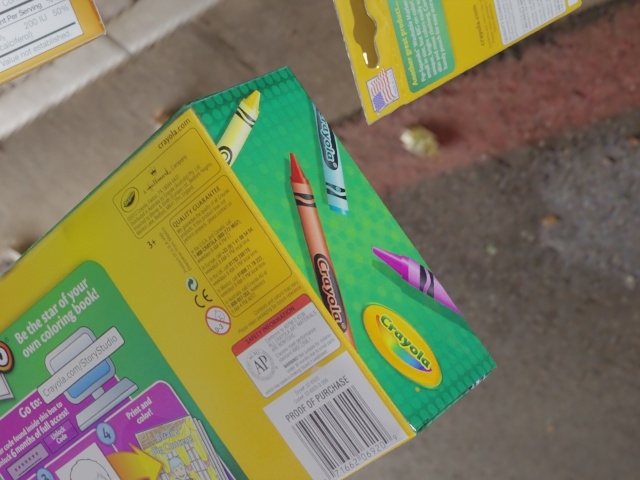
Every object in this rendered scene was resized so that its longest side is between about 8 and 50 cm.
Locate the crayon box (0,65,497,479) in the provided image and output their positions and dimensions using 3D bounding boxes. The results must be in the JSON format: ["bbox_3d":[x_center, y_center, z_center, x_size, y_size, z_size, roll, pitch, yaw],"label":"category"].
[{"bbox_3d":[-0.076,0.067,0.769,0.278,0.081,0.165,-37,85,36],"label":"crayon box"}]

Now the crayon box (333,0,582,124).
[{"bbox_3d":[0.126,-0.288,1.782,0.083,0.323,0.203,22,136,50],"label":"crayon box"}]

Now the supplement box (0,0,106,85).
[{"bbox_3d":[-0.255,-0.114,1.025,0.078,0.233,0.080,-1,113,55],"label":"supplement box"}]
